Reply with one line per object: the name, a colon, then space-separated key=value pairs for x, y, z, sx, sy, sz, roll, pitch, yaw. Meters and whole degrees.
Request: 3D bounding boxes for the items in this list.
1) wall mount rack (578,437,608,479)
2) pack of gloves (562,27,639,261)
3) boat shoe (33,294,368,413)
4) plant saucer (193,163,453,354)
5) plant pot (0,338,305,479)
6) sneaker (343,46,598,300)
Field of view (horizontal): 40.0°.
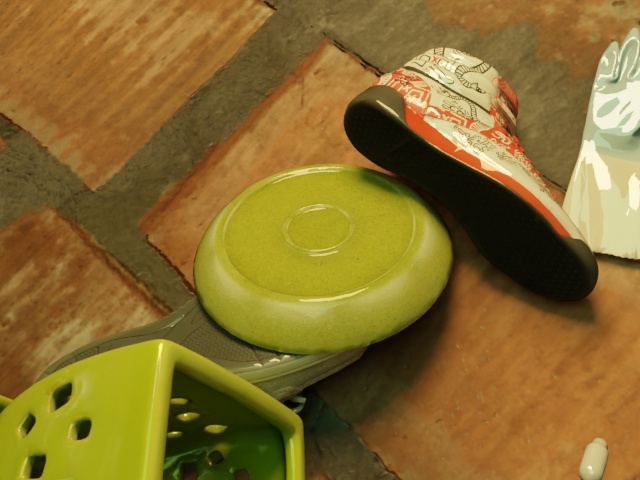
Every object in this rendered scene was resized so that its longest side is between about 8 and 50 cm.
wall mount rack: x=0.233 y=0.298 z=0.557 sx=0.350 sy=0.130 sz=0.304 roll=16 pitch=52 yaw=23
pack of gloves: x=0.338 y=-0.082 z=0.798 sx=0.195 sy=0.046 sz=0.232 roll=13 pitch=80 yaw=23
boat shoe: x=-0.099 y=0.122 z=0.800 sx=0.320 sy=0.103 sz=0.118 roll=-22 pitch=43 yaw=-1
plant saucer: x=0.000 y=0.000 z=0.800 sx=0.240 sy=0.037 sz=0.241 roll=-4 pitch=42 yaw=3
plant pot: x=-0.147 y=0.217 z=0.622 sx=0.207 sy=0.228 sz=0.227 roll=-9 pitch=62 yaw=20
sneaker: x=0.164 y=-0.074 z=0.803 sx=0.270 sy=0.090 sz=0.145 roll=39 pitch=53 yaw=13
